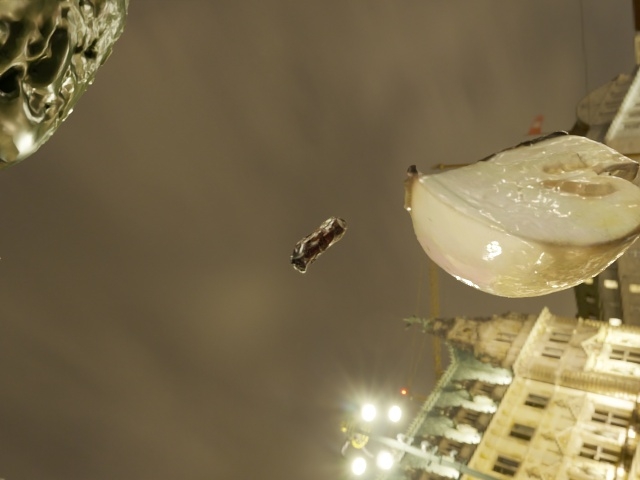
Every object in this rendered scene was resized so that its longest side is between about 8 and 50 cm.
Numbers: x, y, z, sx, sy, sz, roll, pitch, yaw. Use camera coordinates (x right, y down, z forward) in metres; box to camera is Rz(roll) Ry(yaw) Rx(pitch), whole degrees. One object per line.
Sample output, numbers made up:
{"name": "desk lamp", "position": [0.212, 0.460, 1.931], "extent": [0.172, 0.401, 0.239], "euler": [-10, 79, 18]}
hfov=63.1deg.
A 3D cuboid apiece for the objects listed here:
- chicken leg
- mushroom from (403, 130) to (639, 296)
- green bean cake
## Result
{"name": "chicken leg", "position": [0.000, 0.000, 1.297], "extent": [0.234, 0.105, 0.063], "euler": [-40, -81, -32]}
{"name": "mushroom", "position": [0.229, 0.003, 0.548], "extent": [0.236, 0.173, 0.162], "euler": [-18, -47, -17]}
{"name": "green bean cake", "position": [-0.353, -0.274, 0.556], "extent": [0.319, 0.218, 0.335], "euler": [100, -167, -72]}
